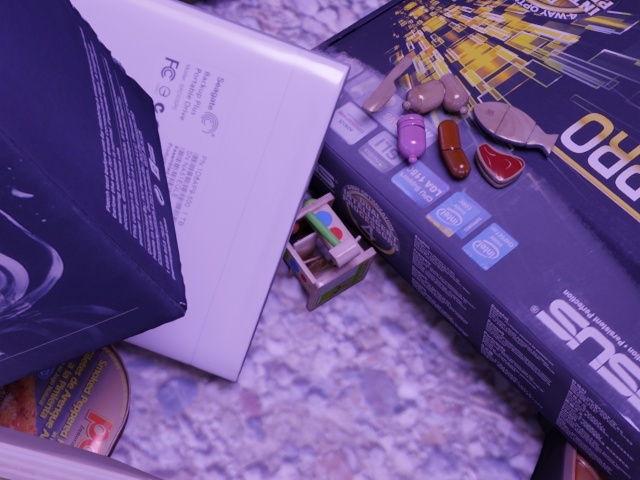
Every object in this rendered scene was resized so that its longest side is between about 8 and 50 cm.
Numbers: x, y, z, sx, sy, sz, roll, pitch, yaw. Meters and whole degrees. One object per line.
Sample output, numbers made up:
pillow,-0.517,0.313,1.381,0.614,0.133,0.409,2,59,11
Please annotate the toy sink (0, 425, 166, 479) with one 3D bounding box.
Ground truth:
toy sink,-0.187,0.220,0.552,0.153,0.131,0.234,29,75,-40

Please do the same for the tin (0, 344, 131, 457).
tin,-0.197,0.145,0.696,0.106,0.040,0.189,23,66,7

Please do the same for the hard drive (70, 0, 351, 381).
hard drive,-0.184,-0.071,0.718,0.353,0.047,0.233,20,104,1

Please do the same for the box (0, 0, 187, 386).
box,-0.297,-0.040,0.537,0.343,0.312,0.178,-22,54,10

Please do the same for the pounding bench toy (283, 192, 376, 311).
pounding bench toy,0.000,0.000,0.760,0.052,0.083,0.065,-31,75,-19

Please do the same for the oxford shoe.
oxford shoe,0.185,0.168,0.721,0.076,0.076,0.212,21,64,-5

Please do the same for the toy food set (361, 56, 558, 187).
toy food set,0.092,-0.073,0.717,0.122,0.019,0.078,34,65,13

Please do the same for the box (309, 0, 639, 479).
box,0.199,-0.056,0.768,0.318,0.097,0.395,-35,63,-18
